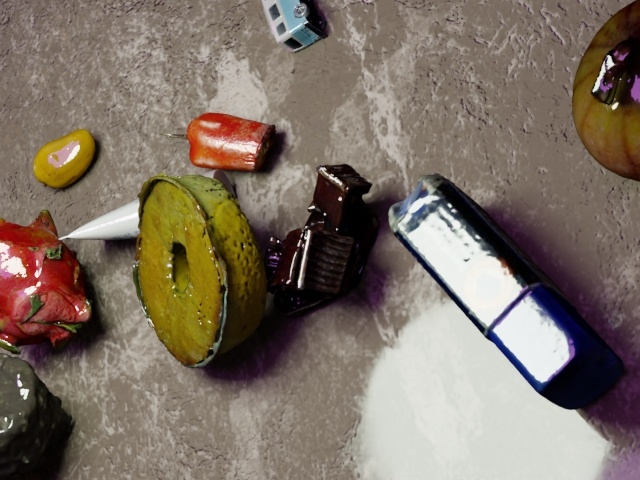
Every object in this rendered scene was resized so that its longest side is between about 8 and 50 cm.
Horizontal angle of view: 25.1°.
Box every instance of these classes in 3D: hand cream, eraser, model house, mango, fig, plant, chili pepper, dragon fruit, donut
[{"bbox_3d":[-0.247,-0.036,2.112,0.247,0.133,0.083,-14,87,17],"label":"hand cream"},{"bbox_3d":[0.224,0.061,1.763,0.101,0.155,0.332,-45,56,10],"label":"eraser"},{"bbox_3d":[-0.006,-0.007,1.921,0.141,0.164,0.203,9,73,28],"label":"model house"},{"bbox_3d":[-0.402,-0.131,2.266,0.114,0.060,0.080,-39,59,7],"label":"mango"},{"bbox_3d":[0.416,-0.185,1.725,0.235,0.214,0.235,-10,45,10],"label":"fig"},{"bbox_3d":[-0.466,0.275,2.058,0.178,0.234,0.204,7,50,12],"label":"plant"},{"bbox_3d":[-0.155,-0.146,2.110,0.192,0.086,0.084,9,92,24],"label":"chili pepper"},{"bbox_3d":[-0.434,0.057,2.157,0.198,0.200,0.269,-59,14,5],"label":"dragon fruit"},{"bbox_3d":[-0.159,0.032,1.960,0.272,0.107,0.272,31,129,48],"label":"donut"}]

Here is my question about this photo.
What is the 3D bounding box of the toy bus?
[{"bbox_3d":[-0.046,-0.346,2.144,0.075,0.060,0.123,-31,60,21],"label":"toy bus"}]
